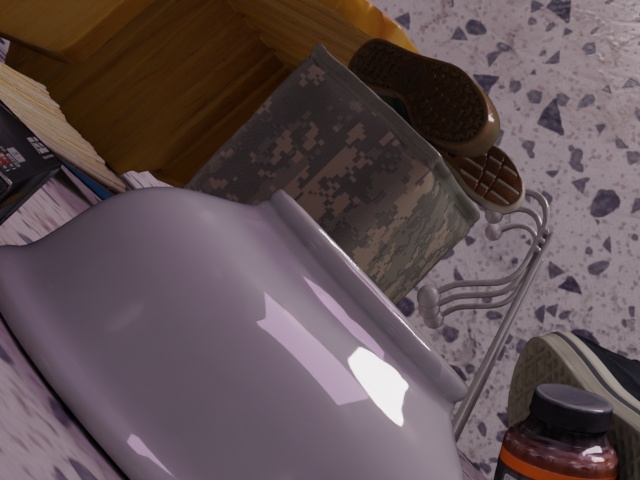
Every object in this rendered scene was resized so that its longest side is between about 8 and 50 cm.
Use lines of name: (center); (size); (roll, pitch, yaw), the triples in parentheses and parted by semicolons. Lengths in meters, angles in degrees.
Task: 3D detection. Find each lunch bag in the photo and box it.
lunch bag: (0.000, 0.000, 1.451); (0.169, 0.235, 0.287); (44, 0, 20)

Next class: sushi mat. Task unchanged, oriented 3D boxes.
sushi mat: (-0.259, -0.125, 1.340); (0.151, 0.019, 0.316); (48, 4, 23)

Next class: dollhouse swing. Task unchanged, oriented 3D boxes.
dollhouse swing: (-0.077, -0.136, 1.709); (0.305, 0.315, 0.347); (51, 3, 35)

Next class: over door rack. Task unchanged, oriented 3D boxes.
over door rack: (0.134, 0.118, 1.642); (0.108, 0.324, 0.239); (15, -6, 7)

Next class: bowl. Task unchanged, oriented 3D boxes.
bowl: (-0.020, 0.070, 0.877); (0.298, 0.134, 0.298); (47, 1, -1)

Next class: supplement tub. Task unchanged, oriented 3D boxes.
supplement tub: (0.200, 0.229, 1.514); (0.106, 0.197, 0.106); (12, 11, -2)

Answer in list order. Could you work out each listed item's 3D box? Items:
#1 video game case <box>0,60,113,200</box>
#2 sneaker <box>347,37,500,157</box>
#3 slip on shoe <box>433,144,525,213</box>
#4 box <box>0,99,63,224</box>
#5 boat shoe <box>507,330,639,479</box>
video game case: (-0.243, -0.100, 1.577); (0.119, 0.015, 0.166); (45, 2, -43)
sneaker: (0.105, -0.111, 1.476); (0.086, 0.064, 0.192); (36, 1, -41)
slip on shoe: (0.133, -0.064, 1.546); (0.135, 0.051, 0.041); (38, -16, 32)
box: (-0.213, -0.079, 0.817); (0.183, 0.056, 0.231); (47, 1, -5)
boat shoe: (0.317, 0.238, 1.569); (0.156, 0.186, 0.500); (10, 21, -17)
